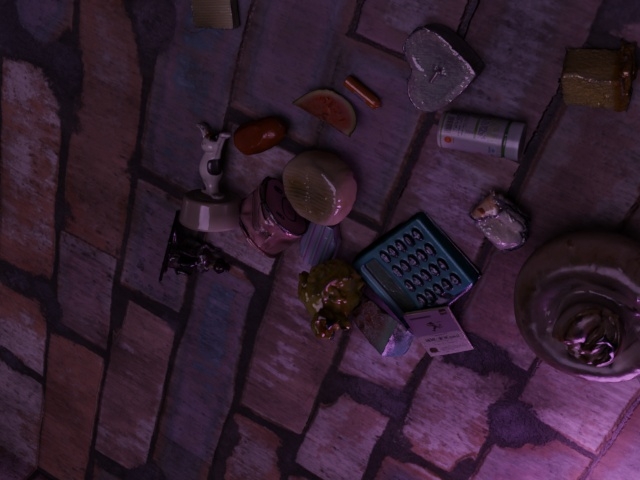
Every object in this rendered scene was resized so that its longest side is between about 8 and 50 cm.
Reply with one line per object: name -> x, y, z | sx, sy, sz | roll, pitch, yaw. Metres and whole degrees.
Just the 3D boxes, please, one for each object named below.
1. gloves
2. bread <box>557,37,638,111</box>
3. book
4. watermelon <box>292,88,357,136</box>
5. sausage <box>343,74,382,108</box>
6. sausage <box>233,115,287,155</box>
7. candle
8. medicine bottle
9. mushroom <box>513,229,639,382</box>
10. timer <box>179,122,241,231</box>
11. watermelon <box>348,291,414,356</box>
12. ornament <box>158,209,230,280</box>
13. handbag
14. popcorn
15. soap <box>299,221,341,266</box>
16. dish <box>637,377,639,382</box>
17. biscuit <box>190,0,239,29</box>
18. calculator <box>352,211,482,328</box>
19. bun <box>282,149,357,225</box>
gloves -> 0.425, -0.045, 1.786 | 0.153, 0.070, 0.114 | 45, 120, -10
bread -> 0.558, -0.314, 1.548 | 0.147, 0.127, 0.152 | 7, 137, 25
book -> 0.308, 0.238, 2.002 | 0.127, 0.014, 0.182 | -13, 130, 29
watermelon -> 0.021, -0.304, 1.857 | 0.163, 0.087, 0.069 | 33, 158, 9
sausage -> 0.102, -0.346, 1.811 | 0.107, 0.031, 0.031 | 40, 128, 1
sausage -> -0.160, -0.267, 1.963 | 0.179, 0.089, 0.089 | -14, 110, 43
candle -> 0.269, -0.376, 1.680 | 0.168, 0.068, 0.192 | 11, 123, 27
medicine bottle -> 0.356, -0.233, 1.704 | 0.183, 0.086, 0.086 | 14, 123, 21
mushroom -> 0.594, 0.159, 1.669 | 0.362, 0.294, 0.362 | 14, 124, 21
timer -> -0.289, -0.173, 2.053 | 0.175, 0.175, 0.266 | 12, 111, 22
watermelon -> 0.143, 0.203, 2.041 | 0.241, 0.154, 0.094 | 40, 100, 33
ornament -> -0.357, 0.044, 2.253 | 0.196, 0.153, 0.166 | 16, 128, -9
handbag -> -0.123, -0.061, 1.993 | 0.116, 0.205, 0.179 | -36, 127, 27
popcorn -> 0.032, 0.151, 1.991 | 0.173, 0.168, 0.195 | -41, 64, 64
soap -> 0.000, 0.000, 2.045 | 0.100, 0.056, 0.149 | 26, 127, 9
dish -> 0.840, 0.356, 1.788 | 0.151, 0.077, 0.212 | -33, 99, 37
biscuit -> -0.261, -0.611, 1.847 | 0.121, 0.040, 0.199 | 10, 120, 26
calculator -> 0.241, 0.083, 1.964 | 0.248, 0.058, 0.274 | 49, 127, -6
bun -> 0.002, -0.139, 1.925 | 0.193, 0.128, 0.178 | 23, 126, 29
